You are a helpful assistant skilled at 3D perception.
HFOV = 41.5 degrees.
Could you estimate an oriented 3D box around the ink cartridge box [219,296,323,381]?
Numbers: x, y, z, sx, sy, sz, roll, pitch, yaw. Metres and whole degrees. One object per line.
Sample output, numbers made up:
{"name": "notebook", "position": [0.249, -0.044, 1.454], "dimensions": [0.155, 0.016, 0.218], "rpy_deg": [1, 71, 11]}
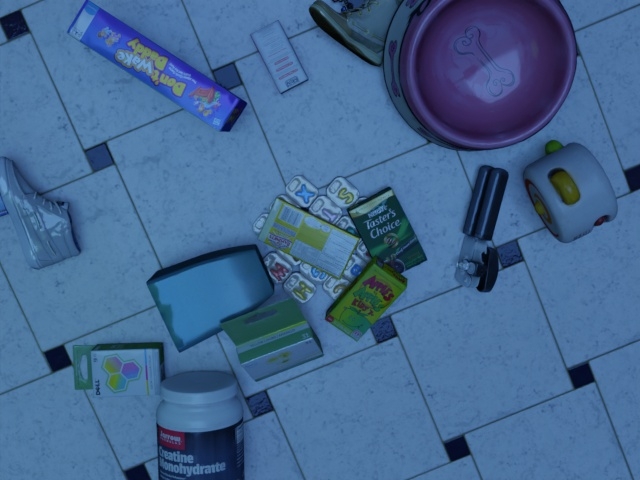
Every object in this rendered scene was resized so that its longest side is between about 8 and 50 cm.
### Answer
{"name": "ink cartridge box", "position": [-0.101, 0.218, 1.820], "dimensions": [0.171, 0.235, 0.056], "rpy_deg": [-21, 61, 2]}

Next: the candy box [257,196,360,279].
{"name": "candy box", "position": [-0.026, -0.005, 1.856], "dimensions": [0.206, 0.027, 0.105], "rpy_deg": [27, 103, 3]}

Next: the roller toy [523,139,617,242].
{"name": "roller toy", "position": [0.526, -0.097, 1.799], "dimensions": [0.146, 0.209, 0.191], "rpy_deg": [-28, 117, 3]}

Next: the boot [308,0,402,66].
{"name": "boot", "position": [0.089, -0.486, 1.773], "dimensions": [0.213, 0.077, 0.165], "rpy_deg": [30, 95, -36]}

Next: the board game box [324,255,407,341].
{"name": "board game box", "position": [0.100, 0.130, 1.865], "dimensions": [0.092, 0.043, 0.181], "rpy_deg": [36, 115, -9]}

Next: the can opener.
{"name": "can opener", "position": [0.363, -0.026, 1.879], "dimensions": [0.093, 0.074, 0.280], "rpy_deg": [3, 101, -36]}

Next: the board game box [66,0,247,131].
{"name": "board game box", "position": [-0.323, -0.349, 1.732], "dimensions": [0.347, 0.233, 0.078], "rpy_deg": [33, 95, -4]}

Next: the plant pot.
{"name": "plant pot", "position": [-0.225, 0.106, 1.831], "dimensions": [0.234, 0.166, 0.165], "rpy_deg": [-23, 97, -1]}

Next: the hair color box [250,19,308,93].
{"name": "hair color box", "position": [-0.088, -0.396, 1.826], "dimensions": [0.072, 0.043, 0.141], "rpy_deg": [-26, 96, 2]}

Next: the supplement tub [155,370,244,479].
{"name": "supplement tub", "position": [-0.263, 0.442, 1.855], "dimensions": [0.191, 0.191, 0.272], "rpy_deg": [-1, 97, -1]}

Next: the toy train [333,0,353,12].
{"name": "toy train", "position": [0.036, -0.533, 1.819], "dimensions": [0.036, 0.027, 0.158], "rpy_deg": [-29, 97, 5]}

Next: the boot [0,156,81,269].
{"name": "boot", "position": [-0.611, -0.072, 1.842], "dimensions": [0.124, 0.095, 0.258], "rpy_deg": [-17, 106, -5]}

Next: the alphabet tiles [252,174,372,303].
{"name": "alphabet tiles", "position": [0.000, 0.000, 1.890], "dimensions": [0.278, 0.021, 0.284], "rpy_deg": [41, 94, -6]}

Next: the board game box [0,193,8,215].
{"name": "board game box", "position": [-0.780, -0.132, 1.850], "dimensions": [0.136, 0.035, 0.201], "rpy_deg": [-18, 97, 1]}

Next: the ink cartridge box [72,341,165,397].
{"name": "ink cartridge box", "position": [-0.458, 0.291, 1.897], "dimensions": [0.209, 0.062, 0.108], "rpy_deg": [-1, 98, 0]}

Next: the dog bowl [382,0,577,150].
{"name": "dog bowl", "position": [0.337, -0.367, 1.735], "dimensions": [0.408, 0.150, 0.407], "rpy_deg": [0, 109, -1]}

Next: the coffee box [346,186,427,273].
{"name": "coffee box", "position": [0.147, -0.014, 1.863], "dimensions": [0.113, 0.040, 0.184], "rpy_deg": [-26, 102, 1]}
